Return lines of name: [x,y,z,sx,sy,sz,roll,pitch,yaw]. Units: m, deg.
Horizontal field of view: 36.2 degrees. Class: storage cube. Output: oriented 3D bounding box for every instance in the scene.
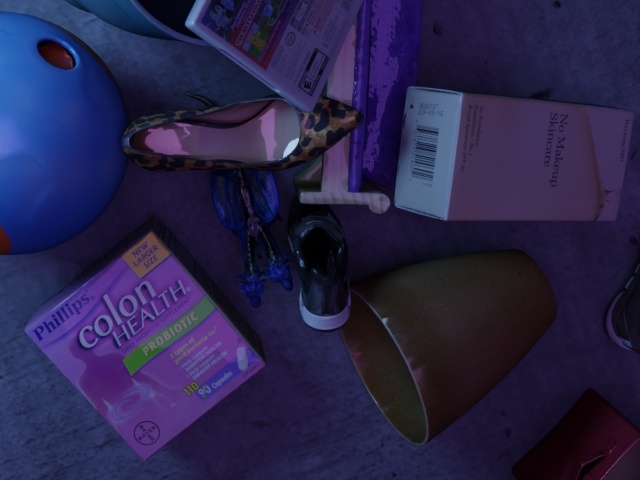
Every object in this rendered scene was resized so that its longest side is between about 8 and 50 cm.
storage cube: [0.426,0.362,1.422,0.215,0.193,0.184,41,94,-12]

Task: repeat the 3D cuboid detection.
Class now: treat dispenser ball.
treat dispenser ball: [-0.372,-0.126,1.170,0.288,0.288,0.288,-1,102,-7]

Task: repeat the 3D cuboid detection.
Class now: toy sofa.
toy sofa: [0.061,-0.225,1.275,0.177,0.150,0.363,2,101,-6]

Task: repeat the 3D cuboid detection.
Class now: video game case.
video game case: [-0.038,-0.276,1.098,0.183,0.023,0.201,32,77,-36]

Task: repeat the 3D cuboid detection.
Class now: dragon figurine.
dragon figurine: [-0.099,-0.061,1.292,0.085,0.144,0.289,-15,103,-4]

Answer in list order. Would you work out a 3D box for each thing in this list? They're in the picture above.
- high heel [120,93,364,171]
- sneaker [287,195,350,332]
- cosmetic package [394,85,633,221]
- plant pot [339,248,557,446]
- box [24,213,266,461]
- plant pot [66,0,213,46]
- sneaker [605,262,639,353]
high heel: [-0.093,-0.123,1.141,0.261,0.186,0.093,-6,95,21]
sneaker: [0.000,0.000,1.272,0.078,0.234,0.106,-4,134,-4]
cosmetic package: [0.255,-0.109,1.281,0.309,0.113,0.160,-2,102,-33]
plant pot: [0.186,0.119,1.341,0.254,0.237,0.237,-24,104,-16]
box: [-0.231,0.129,1.330,0.213,0.117,0.243,-38,103,2]
plant pot: [-0.198,-0.358,1.137,0.271,0.255,0.272,-7,101,-40]
sneaker: [0.517,0.047,1.381,0.106,0.162,0.281,19,99,-11]
